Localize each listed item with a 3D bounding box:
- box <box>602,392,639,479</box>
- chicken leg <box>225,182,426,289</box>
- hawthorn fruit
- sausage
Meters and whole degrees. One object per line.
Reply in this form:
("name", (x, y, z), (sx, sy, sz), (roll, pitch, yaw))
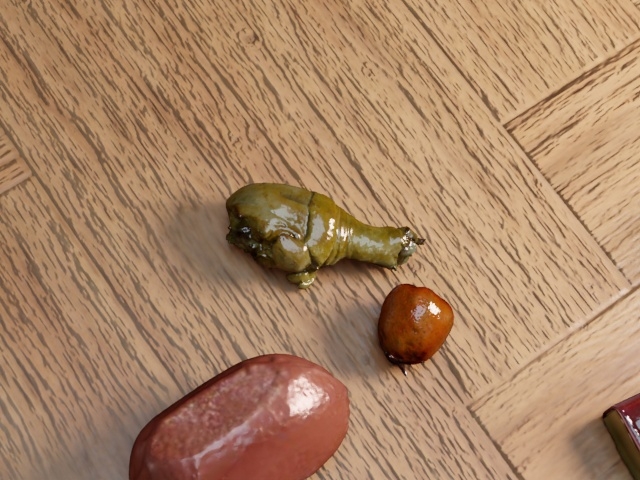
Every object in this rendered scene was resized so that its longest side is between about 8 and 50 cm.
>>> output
("box", (0.436, 0.193, 1.331), (0.224, 0.069, 0.120), (-22, 74, -11))
("chicken leg", (0.000, 0.000, 1.357), (0.228, 0.088, 0.103), (18, 59, -5))
("hawthorn fruit", (0.100, 0.098, 1.328), (0.081, 0.081, 0.093), (26, 71, 4))
("sausage", (-0.089, 0.206, 1.239), (0.254, 0.148, 0.148), (-37, 77, -18))
